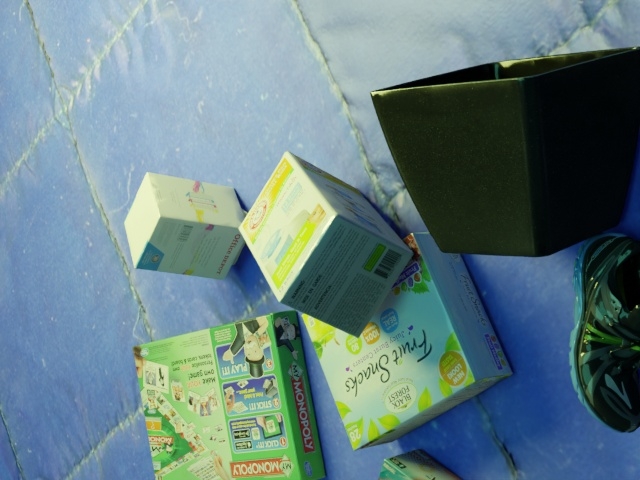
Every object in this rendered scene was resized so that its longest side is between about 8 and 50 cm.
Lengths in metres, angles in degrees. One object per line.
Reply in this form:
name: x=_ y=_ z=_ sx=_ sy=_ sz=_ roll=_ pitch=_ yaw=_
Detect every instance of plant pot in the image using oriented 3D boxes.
plant pot: x=0.184 y=-0.080 z=1.082 sx=0.188 sy=0.187 sz=0.166 roll=3 pitch=107 yaw=46

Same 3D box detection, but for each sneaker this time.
sneaker: x=0.278 y=0.086 z=1.069 sx=0.078 sy=0.067 sz=0.188 roll=-1 pitch=90 yaw=53

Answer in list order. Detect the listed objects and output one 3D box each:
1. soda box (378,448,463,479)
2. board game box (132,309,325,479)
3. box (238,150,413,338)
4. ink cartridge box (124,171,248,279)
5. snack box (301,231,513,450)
soda box: x=0.143 y=0.298 z=1.238 sx=0.183 sy=0.063 sz=0.058 roll=31 pitch=116 yaw=41
board game box: x=-0.131 y=0.222 z=1.537 sx=0.317 sy=0.046 sz=0.213 roll=-16 pitch=83 yaw=46
box: x=0.000 y=0.000 z=1.260 sx=0.114 sy=0.103 sz=0.203 roll=-57 pitch=26 yaw=12
ink cartridge box: x=-0.165 y=-0.016 z=1.491 sx=0.092 sy=0.143 sz=0.090 roll=-59 pitch=36 yaw=32
snack box: x=0.089 y=0.113 z=1.271 sx=0.207 sy=0.070 sz=0.174 roll=-38 pitch=65 yaw=43
